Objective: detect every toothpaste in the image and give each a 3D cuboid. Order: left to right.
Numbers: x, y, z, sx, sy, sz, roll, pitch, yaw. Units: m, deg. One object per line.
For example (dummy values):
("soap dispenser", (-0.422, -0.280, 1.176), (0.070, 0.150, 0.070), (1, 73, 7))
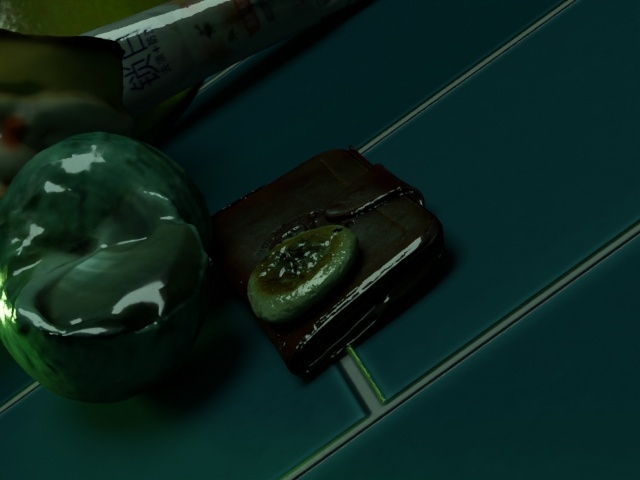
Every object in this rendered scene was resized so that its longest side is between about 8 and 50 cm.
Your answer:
("toothpaste", (-0.117, -0.167, 1.638), (0.323, 0.100, 0.066), (-25, 0, 0))

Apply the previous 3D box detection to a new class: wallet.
("wallet", (0.000, 0.000, 1.284), (0.137, 0.031, 0.255), (-37, 24, -3))

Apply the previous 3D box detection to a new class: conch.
("conch", (-0.138, 0.017, 1.305), (0.196, 0.134, 0.202), (10, 55, 24))

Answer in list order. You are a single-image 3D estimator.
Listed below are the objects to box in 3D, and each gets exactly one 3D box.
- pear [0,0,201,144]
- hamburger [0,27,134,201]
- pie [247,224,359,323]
("pear", (-0.300, -0.151, 1.795), (0.399, 0.165, 0.399), (-29, 25, 15))
("hamburger", (-0.285, -0.050, 1.503), (0.276, 0.237, 0.276), (3, 2, 0))
("pie", (-0.013, 0.018, 1.201), (0.084, 0.021, 0.084), (-30, 28, 18))
